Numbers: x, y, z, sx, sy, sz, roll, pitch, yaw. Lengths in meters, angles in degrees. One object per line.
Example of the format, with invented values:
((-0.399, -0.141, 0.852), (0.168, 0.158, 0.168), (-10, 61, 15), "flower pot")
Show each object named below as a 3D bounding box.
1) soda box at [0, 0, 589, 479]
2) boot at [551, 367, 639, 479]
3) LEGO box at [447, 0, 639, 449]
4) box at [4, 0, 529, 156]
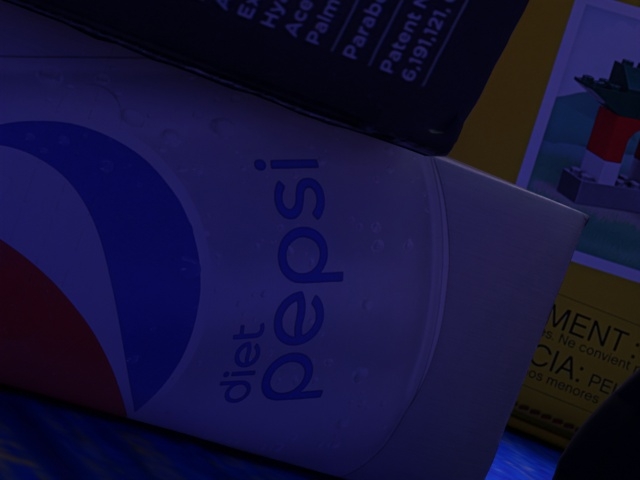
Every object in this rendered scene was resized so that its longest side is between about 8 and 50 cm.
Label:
((-0.080, -0.017, 0.465), (0.286, 0.091, 0.098), (19, 5, -27), "soda box")
((0.177, 0.022, 0.464), (0.085, 0.236, 0.178), (58, 12, 19), "boot")
((0.242, -0.064, 0.766), (0.500, 0.372, 0.193), (22, 3, 11), "LEGO box")
((-0.119, -0.204, 0.476), (0.312, 0.179, 0.343), (17, 18, -30), "box")
